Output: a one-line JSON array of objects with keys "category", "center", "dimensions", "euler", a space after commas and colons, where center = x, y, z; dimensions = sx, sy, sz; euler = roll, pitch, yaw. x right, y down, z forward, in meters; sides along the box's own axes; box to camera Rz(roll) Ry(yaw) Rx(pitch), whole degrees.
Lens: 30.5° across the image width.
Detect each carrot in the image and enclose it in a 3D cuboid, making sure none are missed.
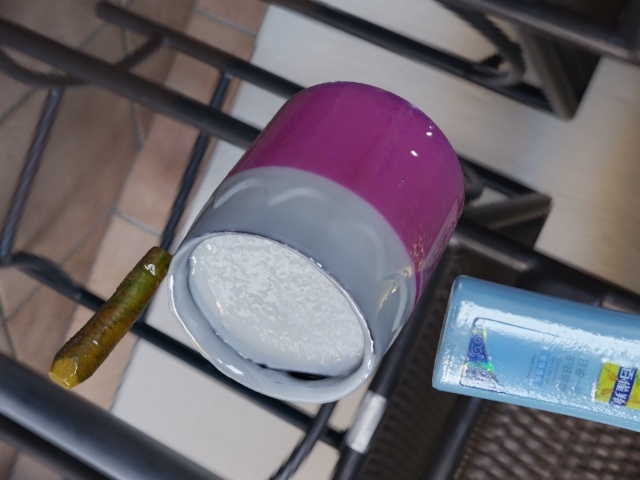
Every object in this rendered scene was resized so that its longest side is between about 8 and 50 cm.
[{"category": "carrot", "center": [-0.203, 0.073, 1.156], "dimensions": [0.171, 0.042, 0.042], "euler": [-54, 160, -22]}]

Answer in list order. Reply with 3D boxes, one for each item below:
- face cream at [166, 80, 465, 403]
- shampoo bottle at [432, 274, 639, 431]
[{"category": "face cream", "center": [0.000, 0.000, 0.887], "dimensions": [0.175, 0.175, 0.195], "euler": [98, 18, -45]}, {"category": "shampoo bottle", "center": [0.225, 0.100, 0.946], "dimensions": [0.061, 0.258, 0.104], "euler": [-71, 172, -61]}]
